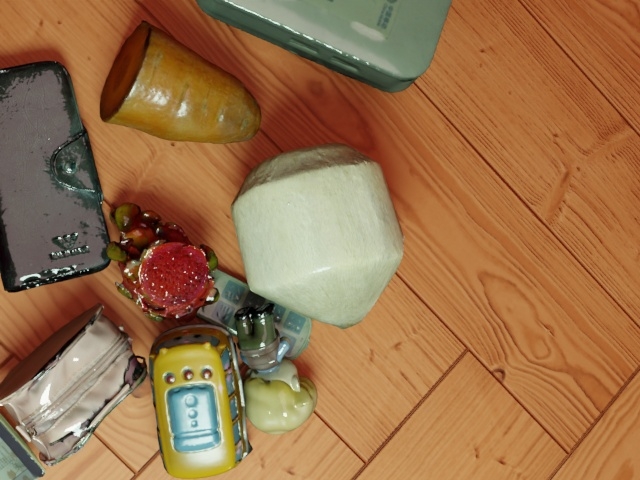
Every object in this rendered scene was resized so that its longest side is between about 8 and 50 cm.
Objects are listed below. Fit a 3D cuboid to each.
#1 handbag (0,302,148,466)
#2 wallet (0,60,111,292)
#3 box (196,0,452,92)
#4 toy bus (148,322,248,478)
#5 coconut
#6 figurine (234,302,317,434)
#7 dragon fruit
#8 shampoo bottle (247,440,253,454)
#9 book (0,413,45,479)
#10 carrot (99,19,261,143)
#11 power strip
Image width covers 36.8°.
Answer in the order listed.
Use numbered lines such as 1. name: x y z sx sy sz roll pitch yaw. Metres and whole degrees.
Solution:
1. handbag: -0.339 0.193 1.315 0.116 0.179 0.205 50 61 -14
2. wallet: -0.411 -0.095 1.392 0.172 0.045 0.318 -14 89 -15
3. box: 0.038 -0.476 1.525 0.396 0.111 0.396 22 79 -13
4. toy bus: -0.170 0.224 1.318 0.126 0.136 0.209 -7 92 -2
5. coconut: 0.000 0.000 1.398 0.237 0.237 0.266 -15 81 -17
6. figurine: -0.076 0.187 1.408 0.114 0.108 0.196 -13 103 12
7. dragon fruit: -0.238 0.025 1.386 0.133 0.150 0.207 -31 69 -29
8. shampoo bottle: -0.174 0.233 1.417 0.063 0.057 0.207 -29 91 -6
9. book: -0.505 0.320 1.295 0.231 0.026 0.157 -37 98 4
10. carrot: -0.193 -0.215 1.424 0.225 0.159 0.159 18 80 -23
11. power strip: -0.115 0.109 1.460 0.227 0.029 0.080 27 78 -11
